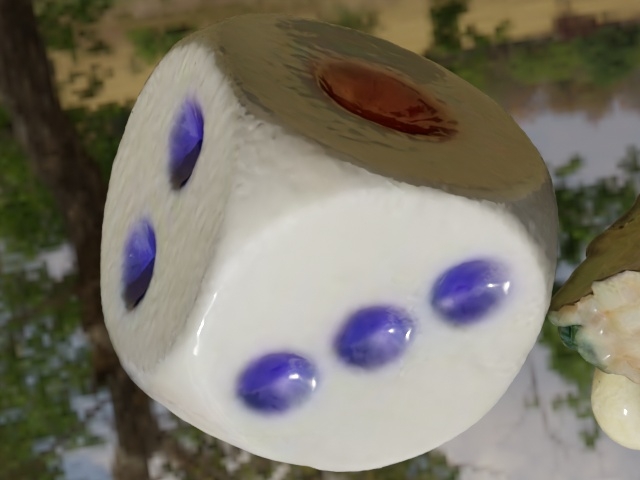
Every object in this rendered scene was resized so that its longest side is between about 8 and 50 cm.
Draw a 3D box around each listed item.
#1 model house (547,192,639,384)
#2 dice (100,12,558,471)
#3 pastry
[{"bbox_3d":[0.504,0.044,1.520,0.395,0.400,0.445,-31,-170,48],"label":"model house"},{"bbox_3d":[0.000,0.000,1.335,0.259,0.251,0.243,10,-150,-26],"label":"dice"},{"bbox_3d":[0.357,0.150,1.990,0.092,0.156,0.156,8,-164,42],"label":"pastry"}]
